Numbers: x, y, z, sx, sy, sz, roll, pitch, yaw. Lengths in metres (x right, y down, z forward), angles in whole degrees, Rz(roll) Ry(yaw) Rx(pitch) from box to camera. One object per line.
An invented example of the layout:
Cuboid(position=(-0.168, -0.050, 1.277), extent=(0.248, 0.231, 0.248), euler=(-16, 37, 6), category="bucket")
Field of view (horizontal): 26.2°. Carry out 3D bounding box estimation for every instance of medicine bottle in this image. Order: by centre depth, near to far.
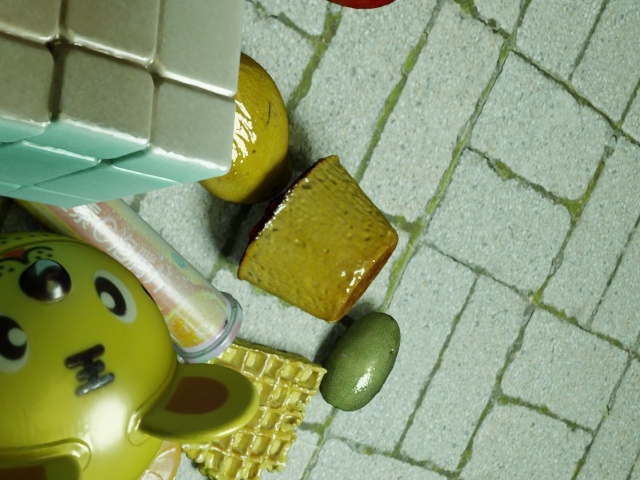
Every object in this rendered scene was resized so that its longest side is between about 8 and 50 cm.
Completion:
Cuboid(position=(-0.260, 0.001, 1.699), extent=(0.108, 0.108, 0.426), euler=(-53, 130, -11), category="medicine bottle")

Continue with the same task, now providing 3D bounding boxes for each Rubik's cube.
Cuboid(position=(-0.289, -0.224, 1.378), extent=(0.315, 0.321, 0.319), euler=(12, 77, -38), category="Rubik's cube")

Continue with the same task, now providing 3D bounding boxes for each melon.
Cuboid(position=(0.060, 0.178, 2.040), extent=(0.099, 0.099, 0.162), euler=(39, 79, -42), category="melon")

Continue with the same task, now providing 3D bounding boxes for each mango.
Cuboid(position=(-0.106, -0.139, 1.770), extent=(0.157, 0.109, 0.262), euler=(-53, 134, -19), category="mango")

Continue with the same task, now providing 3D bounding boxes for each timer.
Cuboid(position=(-0.302, 0.167, 1.533), extent=(0.376, 0.387, 0.376), euler=(-19, 121, -36), category="timer")

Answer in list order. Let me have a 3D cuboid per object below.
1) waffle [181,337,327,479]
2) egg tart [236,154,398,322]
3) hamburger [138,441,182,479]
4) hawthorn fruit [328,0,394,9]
Cuboid(position=(-0.120, 0.252, 1.943), extent=(0.229, 0.057, 0.219), euler=(19, 94, -42), category="waffle")
Cuboid(position=(0.000, 0.000, 1.840), extent=(0.215, 0.171, 0.215), euler=(-51, 171, -11), category="egg tart")
Cuboid(position=(-0.257, 0.279, 1.812), extent=(0.164, 0.093, 0.190), euler=(16, 94, -41), category="hamburger")
Cuboid(position=(0.035, -0.423, 1.670), extent=(0.295, 0.295, 0.311), euler=(28, 45, -43), category="hawthorn fruit")
